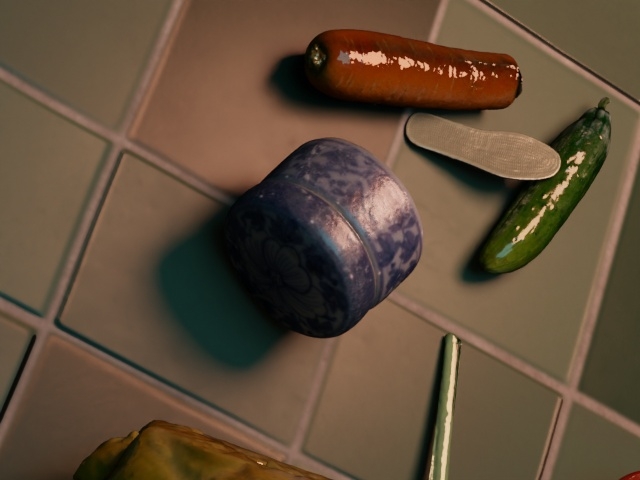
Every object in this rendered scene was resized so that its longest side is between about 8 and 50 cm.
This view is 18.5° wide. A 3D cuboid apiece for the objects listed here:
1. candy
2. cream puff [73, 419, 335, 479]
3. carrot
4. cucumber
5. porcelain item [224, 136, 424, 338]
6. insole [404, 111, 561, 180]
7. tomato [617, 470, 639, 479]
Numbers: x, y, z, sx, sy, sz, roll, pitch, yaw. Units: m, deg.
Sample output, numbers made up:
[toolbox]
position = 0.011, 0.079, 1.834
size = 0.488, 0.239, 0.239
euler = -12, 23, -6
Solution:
[candy]
position = 0.100, 0.232, 1.713
size = 0.092, 0.093, 0.335
euler = 62, 30, -56
[cream puff]
position = -0.052, 0.289, 1.487
size = 0.324, 0.291, 0.257
euler = 26, 86, -44
[carrot]
position = 0.080, -0.154, 1.803
size = 0.225, 0.067, 0.067
euler = 4, 74, -31
[cucumber]
position = 0.225, -0.050, 1.868
size = 0.056, 0.056, 0.250
euler = 45, 61, -13
[porcelain item]
position = 0.000, 0.000, 1.663
size = 0.114, 0.147, 0.147
euler = -40, 98, -32
[insole]
position = 0.153, -0.088, 1.836
size = 0.153, 0.002, 0.053
euler = 17, 63, -5
[tomato]
position = 0.306, 0.298, 1.802
size = 0.166, 0.082, 0.174
euler = 0, 80, -27
